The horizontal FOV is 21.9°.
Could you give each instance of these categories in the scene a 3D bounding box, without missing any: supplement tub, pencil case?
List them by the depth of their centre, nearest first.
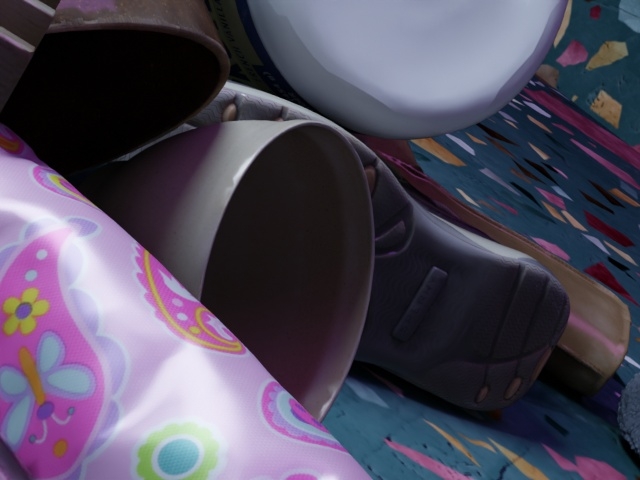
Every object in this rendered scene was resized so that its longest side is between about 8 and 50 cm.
[{"bbox_3d":[-0.083,0.071,0.597,0.284,0.124,0.124,44,18,30],"label":"pencil case"},{"bbox_3d":[-0.007,-0.189,1.105,0.228,0.228,0.316,25,-5,-29],"label":"supplement tub"}]

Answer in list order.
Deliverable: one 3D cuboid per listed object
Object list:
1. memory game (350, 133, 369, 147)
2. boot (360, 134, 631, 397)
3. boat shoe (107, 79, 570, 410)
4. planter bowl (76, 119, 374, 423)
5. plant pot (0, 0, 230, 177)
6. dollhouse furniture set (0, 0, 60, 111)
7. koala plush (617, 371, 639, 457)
[{"bbox_3d":[-0.051,-0.067,1.162,0.186,0.012,0.186,7,22,-3],"label":"memory game"},{"bbox_3d":[0.114,-0.005,1.312,0.269,0.089,0.236,31,28,-4],"label":"boot"},{"bbox_3d":[0.000,0.000,1.018,0.355,0.132,0.130,33,3,-37],"label":"boat shoe"},{"bbox_3d":[-0.059,0.017,0.788,0.109,0.162,0.162,10,3,29],"label":"planter bowl"},{"bbox_3d":[-0.174,-0.157,0.751,0.215,0.215,0.230,5,66,-60],"label":"plant pot"},{"bbox_3d":[-0.186,-0.020,0.428,0.161,0.242,0.212,30,15,-12],"label":"dollhouse furniture set"},{"bbox_3d":[0.359,0.154,1.152,0.221,0.196,0.203,27,28,-25],"label":"koala plush"}]
